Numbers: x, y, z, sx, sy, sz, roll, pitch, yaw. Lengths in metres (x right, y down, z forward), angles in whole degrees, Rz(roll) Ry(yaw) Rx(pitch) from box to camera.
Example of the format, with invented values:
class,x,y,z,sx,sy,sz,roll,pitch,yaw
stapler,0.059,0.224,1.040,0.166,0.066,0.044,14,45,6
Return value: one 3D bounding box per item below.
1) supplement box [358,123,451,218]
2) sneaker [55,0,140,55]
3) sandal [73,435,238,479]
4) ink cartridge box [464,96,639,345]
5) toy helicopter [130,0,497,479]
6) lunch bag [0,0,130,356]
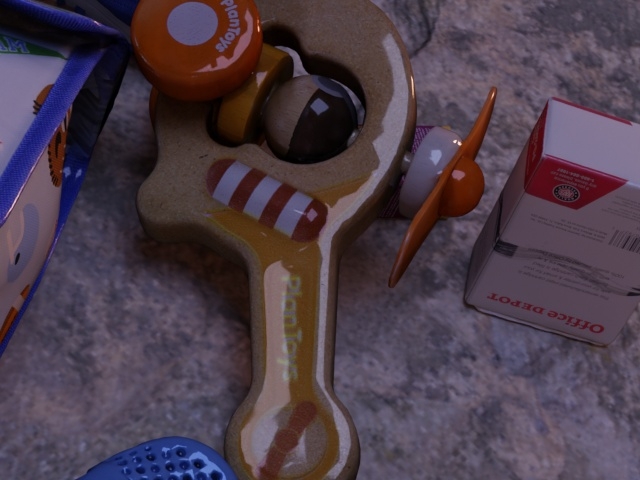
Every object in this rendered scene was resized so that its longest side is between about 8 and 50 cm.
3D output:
class,x,y,z,sx,sy,sz,roll,pitch,yaw
supplement box,0.052,-0.048,1.250,0.083,0.043,0.055,1,55,-19
sneaker,-0.167,-0.198,1.242,0.316,0.182,0.127,-3,47,15
sandal,-0.143,0.206,0.929,0.126,0.138,0.317,35,49,12
ink cartridge box,0.173,-0.010,1.195,0.109,0.150,0.063,17,46,-6
toy helicopter,0.000,0.000,1.134,0.235,0.140,0.355,-1,68,1
lunch bag,-0.302,-0.068,1.030,0.328,0.239,0.385,21,34,-2
